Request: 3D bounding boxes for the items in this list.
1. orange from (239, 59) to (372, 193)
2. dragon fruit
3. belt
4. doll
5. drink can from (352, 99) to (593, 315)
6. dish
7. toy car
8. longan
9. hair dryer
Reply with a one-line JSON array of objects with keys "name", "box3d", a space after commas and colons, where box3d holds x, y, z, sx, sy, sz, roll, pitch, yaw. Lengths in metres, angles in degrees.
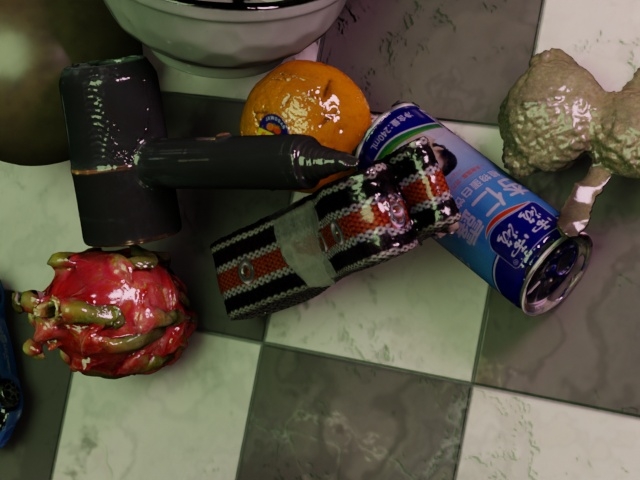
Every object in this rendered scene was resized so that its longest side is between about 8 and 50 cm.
[{"name": "orange", "box3d": [-0.011, -0.114, 1.697, 0.135, 0.117, 0.136, 12, 107, 43]}, {"name": "dragon fruit", "box3d": [-0.227, 0.070, 1.771, 0.166, 0.172, 0.160, 36, 102, 33]}, {"name": "belt", "box3d": [0.000, 0.000, 1.606, 0.359, 0.126, 0.094, -27, 85, 55]}, {"name": "doll", "box3d": [0.299, -0.097, 1.516, 0.286, 0.091, 0.203, -11, 67, 21]}, {"name": "drink can", "box3d": [0.140, -0.033, 1.595, 0.235, 0.097, 0.097, 41, 104, 31]}, {"name": "dish", "box3d": [-0.097, -0.250, 1.727, 0.303, 0.303, 0.120, 33, 131, 33]}, {"name": "toy car", "box3d": [-0.388, 0.134, 1.932, 0.103, 0.063, 0.216, -22, 76, 29]}, {"name": "longan", "box3d": [-0.307, -0.206, 1.854, 0.248, 0.248, 0.248, -7, 78, 32]}, {"name": "hair dryer", "box3d": [-0.106, -0.095, 1.657, 0.352, 0.107, 0.189, 0, 104, 37]}]
